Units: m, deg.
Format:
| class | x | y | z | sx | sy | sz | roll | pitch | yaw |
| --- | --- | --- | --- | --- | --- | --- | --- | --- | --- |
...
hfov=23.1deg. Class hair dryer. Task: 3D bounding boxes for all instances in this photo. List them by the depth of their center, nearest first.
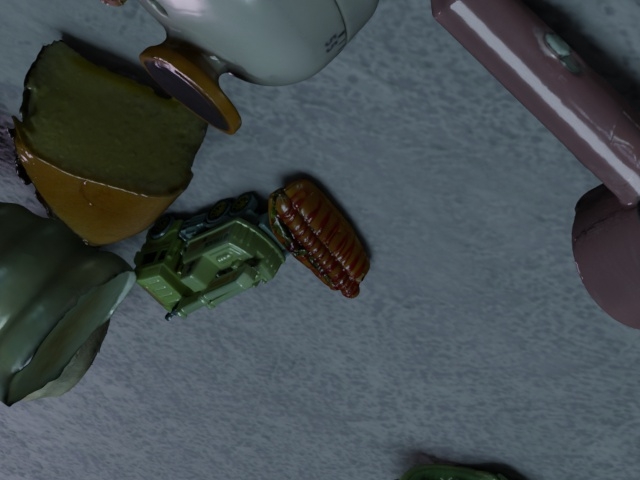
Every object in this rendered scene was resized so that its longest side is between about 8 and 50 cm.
| class | x | y | z | sx | sy | sz | roll | pitch | yaw |
| --- | --- | --- | --- | --- | --- | --- | --- | --- | --- |
| hair dryer | 0.220 | -0.094 | 1.165 | 0.352 | 0.125 | 0.210 | 41 | 142 | -14 |

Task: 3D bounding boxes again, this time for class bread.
| class | x | y | z | sx | sy | sz | roll | pitch | yaw |
| --- | --- | --- | --- | --- | --- | --- | --- | --- | --- |
| bread | -0.207 | -0.084 | 1.392 | 0.160 | 0.140 | 0.169 | 28 | 146 | -18 |

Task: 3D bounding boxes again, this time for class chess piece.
| class | x | y | z | sx | sy | sz | roll | pitch | yaw |
| --- | --- | --- | --- | --- | --- | --- | --- | --- | --- |
| chess piece | -0.352 | -0.017 | 1.491 | 0.330 | 0.182 | 0.182 | 43 | 146 | 6 |

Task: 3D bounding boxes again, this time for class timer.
| class | x | y | z | sx | sy | sz | roll | pitch | yaw |
| --- | --- | --- | --- | --- | --- | --- | --- | --- | --- |
| timer | -0.049 | -0.228 | 1.091 | 0.233 | 0.240 | 0.233 | 41 | 170 | 9 |

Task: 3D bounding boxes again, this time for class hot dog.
| class | x | y | z | sx | sy | sz | roll | pitch | yaw |
| --- | --- | --- | --- | --- | --- | --- | --- | --- | --- |
| hot dog | 0.000 | 0.001 | 1.459 | 0.062 | 0.038 | 0.144 | -29 | 127 | 11 |

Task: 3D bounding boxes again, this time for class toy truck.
| class | x | y | z | sx | sy | sz | roll | pitch | yaw |
| --- | --- | --- | --- | --- | --- | --- | --- | --- | --- |
| toy truck | -0.107 | 0.022 | 1.505 | 0.169 | 0.100 | 0.077 | -13 | 131 | 40 |

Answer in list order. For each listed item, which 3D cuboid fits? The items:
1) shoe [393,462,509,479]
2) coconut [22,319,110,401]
| class | x | y | z | sx | sy | sz | roll | pitch | yaw |
| --- | --- | --- | --- | --- | --- | --- | --- | --- | --- |
| shoe | 0.181 | 0.333 | 1.731 | 0.262 | 0.140 | 0.128 | 12 | 150 | 21 |
| coconut | -0.318 | 0.075 | 1.640 | 0.183 | 0.171 | 0.171 | 32 | 145 | -21 |
